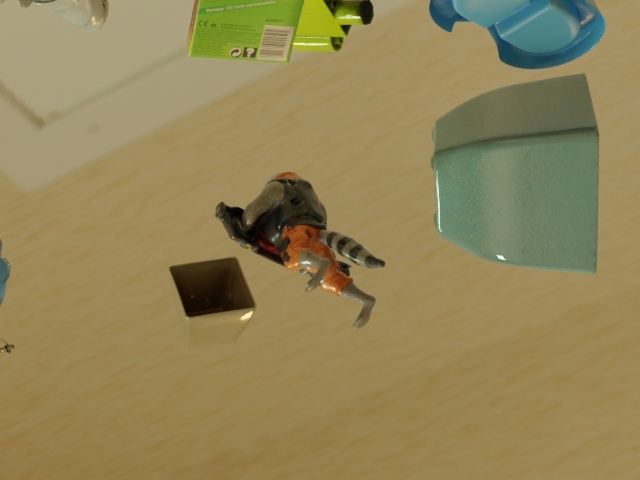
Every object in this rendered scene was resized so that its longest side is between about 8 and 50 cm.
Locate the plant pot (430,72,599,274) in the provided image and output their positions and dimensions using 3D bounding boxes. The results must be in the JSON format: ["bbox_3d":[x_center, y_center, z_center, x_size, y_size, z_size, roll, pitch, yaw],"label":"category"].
[{"bbox_3d":[0.304,-0.106,2.088,0.248,0.252,0.247,-80,-13,-61],"label":"plant pot"}]

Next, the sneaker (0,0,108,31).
[{"bbox_3d":[-0.528,-0.463,2.388,0.366,0.137,0.210,56,-138,-48],"label":"sneaker"}]

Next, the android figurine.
[{"bbox_3d":[-0.057,-0.393,2.120,0.248,0.272,0.056,51,-128,-51],"label":"android figurine"}]

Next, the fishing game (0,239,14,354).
[{"bbox_3d":[-0.511,0.044,1.776,0.041,0.189,0.264,-6,-100,-83],"label":"fishing game"}]

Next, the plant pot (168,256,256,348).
[{"bbox_3d":[-0.167,0.102,1.979,0.096,0.109,0.109,101,153,-43],"label":"plant pot"}]

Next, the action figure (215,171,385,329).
[{"bbox_3d":[0.000,0.000,2.346,0.341,0.178,0.330,21,-153,-47],"label":"action figure"}]

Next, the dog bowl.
[{"bbox_3d":[0.278,-0.344,1.878,0.297,0.166,0.074,19,-126,-40],"label":"dog bowl"}]

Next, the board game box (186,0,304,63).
[{"bbox_3d":[-0.071,-0.317,1.489,0.039,0.124,0.259,-105,24,-42],"label":"board game box"}]
